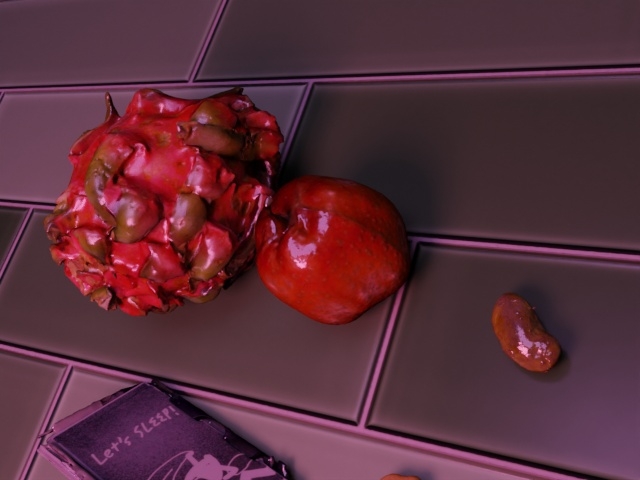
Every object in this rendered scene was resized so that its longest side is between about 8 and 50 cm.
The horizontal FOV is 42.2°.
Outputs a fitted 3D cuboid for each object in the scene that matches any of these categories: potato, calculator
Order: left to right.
[{"bbox_3d":[-0.167,0.237,0.884,0.274,0.028,0.165,24,36,38],"label":"calculator"},{"bbox_3d":[0.195,0.091,0.801,0.046,0.045,0.092,-15,51,-21],"label":"potato"}]

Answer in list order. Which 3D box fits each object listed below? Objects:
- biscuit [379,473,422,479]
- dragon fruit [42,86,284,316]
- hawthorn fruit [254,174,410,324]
[{"bbox_3d":[0.089,0.321,0.739,0.166,0.036,0.225,-38,51,5],"label":"biscuit"},{"bbox_3d":[-0.176,-0.049,0.987,0.302,0.231,0.237,-35,45,-11],"label":"dragon fruit"},{"bbox_3d":[0.000,0.000,0.875,0.157,0.194,0.157,-21,55,33],"label":"hawthorn fruit"}]
